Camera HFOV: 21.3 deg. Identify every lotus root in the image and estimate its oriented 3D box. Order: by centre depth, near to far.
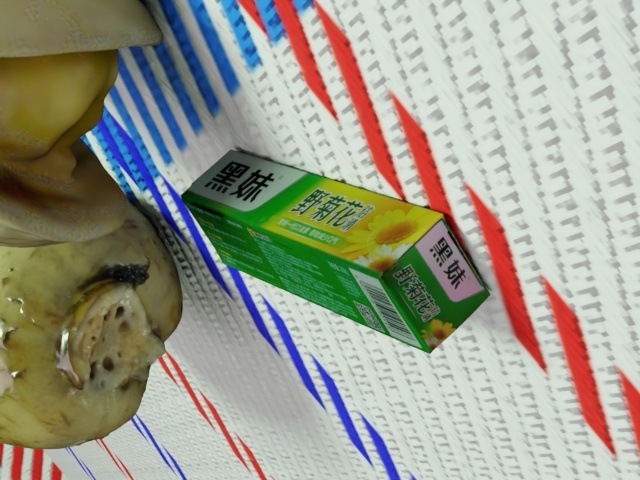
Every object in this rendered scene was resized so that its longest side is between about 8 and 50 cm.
[{"bbox_3d":[-0.177,0.040,1.025,0.146,0.160,0.284,51,161,-25],"label":"lotus root"}]

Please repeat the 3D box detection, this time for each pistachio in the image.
[{"bbox_3d":[-0.217,-0.097,0.734,0.299,0.187,0.187,21,156,13],"label":"pistachio"}]

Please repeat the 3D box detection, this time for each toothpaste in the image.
[{"bbox_3d":[0.000,0.000,0.698,0.043,0.037,0.178,54,164,-27],"label":"toothpaste"}]
